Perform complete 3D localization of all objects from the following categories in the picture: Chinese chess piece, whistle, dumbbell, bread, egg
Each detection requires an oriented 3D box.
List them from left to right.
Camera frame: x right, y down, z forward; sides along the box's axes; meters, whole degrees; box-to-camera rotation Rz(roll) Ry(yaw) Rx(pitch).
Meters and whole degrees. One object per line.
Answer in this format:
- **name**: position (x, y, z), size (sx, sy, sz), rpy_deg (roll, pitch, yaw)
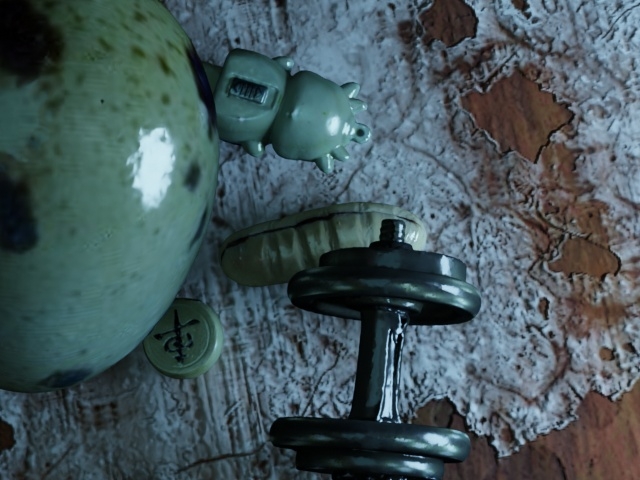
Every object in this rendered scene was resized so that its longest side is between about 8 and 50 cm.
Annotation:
- **egg**: position (-0.266, -0.062, 1.725), size (0.345, 0.345, 0.428), rpy_deg (1, 105, 8)
- **Chinese chess piece**: position (-0.140, 0.099, 1.837), size (0.084, 0.034, 0.084), rpy_deg (-1, 80, 7)
- **whistle**: position (-0.064, -0.140, 1.847), size (0.244, 0.092, 0.110), rpy_deg (16, 83, 9)
- **bread**: position (-0.001, 0.000, 1.830), size (0.214, 0.053, 0.073), rpy_deg (-10, 74, 6)
- **dumbbell**: position (0.054, 0.122, 1.728), size (0.192, 0.192, 0.290), rpy_deg (4, 80, 8)
